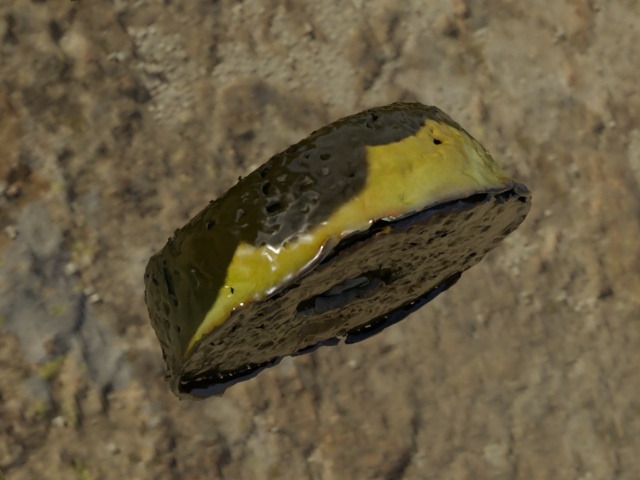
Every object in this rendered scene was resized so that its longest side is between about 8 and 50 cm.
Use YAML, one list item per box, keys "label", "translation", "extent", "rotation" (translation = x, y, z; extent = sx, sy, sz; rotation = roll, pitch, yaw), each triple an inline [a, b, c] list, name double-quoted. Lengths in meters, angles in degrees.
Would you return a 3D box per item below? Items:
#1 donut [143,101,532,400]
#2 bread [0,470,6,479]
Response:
- label: "donut"
  translation: [0.000, 0.000, 0.961]
  extent: [0.272, 0.272, 0.107]
  rotation: [-14, 68, -49]
- label: "bread"
  translation: [-0.291, 0.099, 0.820]
  extent: [0.166, 0.112, 0.383]
  rotation: [-28, 91, -46]
